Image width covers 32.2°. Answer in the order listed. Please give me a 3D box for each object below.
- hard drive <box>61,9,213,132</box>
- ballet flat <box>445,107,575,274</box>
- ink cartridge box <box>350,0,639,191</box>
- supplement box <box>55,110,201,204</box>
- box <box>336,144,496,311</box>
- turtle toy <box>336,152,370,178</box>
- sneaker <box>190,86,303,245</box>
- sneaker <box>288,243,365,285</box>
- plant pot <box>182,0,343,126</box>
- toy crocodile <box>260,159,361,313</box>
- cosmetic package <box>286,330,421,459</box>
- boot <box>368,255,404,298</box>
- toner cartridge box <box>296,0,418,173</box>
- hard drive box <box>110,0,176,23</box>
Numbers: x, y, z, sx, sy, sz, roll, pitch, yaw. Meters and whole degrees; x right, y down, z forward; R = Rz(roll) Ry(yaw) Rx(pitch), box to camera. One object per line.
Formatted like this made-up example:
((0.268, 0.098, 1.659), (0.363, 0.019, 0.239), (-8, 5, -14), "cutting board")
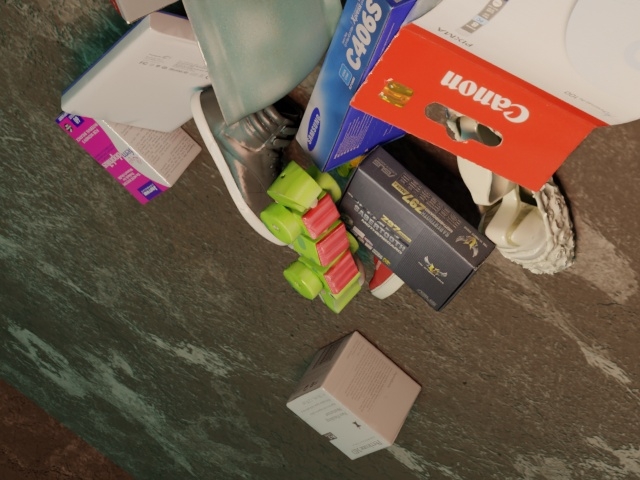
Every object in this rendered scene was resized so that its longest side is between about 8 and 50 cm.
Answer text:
((-0.251, -0.261, 1.765), (0.210, 0.040, 0.318), (8, 159, -35), "hard drive")
((0.260, -0.075, 1.599), (0.147, 0.147, 0.409), (4, 135, 35), "ballet flat")
((0.255, -0.213, 1.328), (0.308, 0.091, 0.385), (23, 131, -18), "ink cartridge box")
((-0.338, -0.188, 1.956), (0.220, 0.114, 0.111), (44, 142, -16), "supplement box")
((0.134, -0.014, 1.670), (0.232, 0.059, 0.183), (41, 154, 6), "box")
((0.046, -0.144, 1.733), (0.095, 0.066, 0.130), (9, 121, 43), "turtle toy")
((-0.078, -0.130, 1.776), (0.146, 0.104, 0.296), (-21, 112, 20), "sneaker")
((-0.009, -0.009, 1.901), (0.235, 0.090, 0.095), (54, -168, 18), "sneaker")
((-0.082, -0.321, 1.479), (0.196, 0.293, 0.293), (-19, 131, -2), "plant pot")
((0.000, 0.000, 1.681), (0.105, 0.115, 0.340), (32, 156, 36), "toy crocodile")
((0.066, 0.305, 2.172), (0.183, 0.151, 0.151), (41, 145, -10), "cosmetic package")
((0.099, -0.012, 1.850), (0.176, 0.088, 0.244), (41, 146, 5), "boot")
((0.087, -0.242, 1.497), (0.075, 0.165, 0.348), (54, 150, 19), "toner cartridge box")
((-0.301, -0.453, 1.568), (0.181, 0.089, 0.232), (50, 165, 49), "hard drive box")
